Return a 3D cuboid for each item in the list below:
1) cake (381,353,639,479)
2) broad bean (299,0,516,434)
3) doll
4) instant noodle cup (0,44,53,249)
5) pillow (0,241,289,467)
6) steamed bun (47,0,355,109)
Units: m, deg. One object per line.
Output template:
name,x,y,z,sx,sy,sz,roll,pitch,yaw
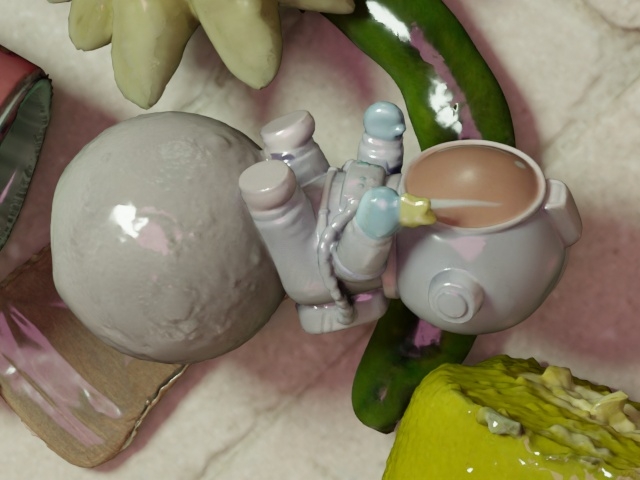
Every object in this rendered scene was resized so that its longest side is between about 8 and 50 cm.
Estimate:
cake,0.158,0.160,1.074,0.260,0.179,0.156,19,96,9
broad bean,0.048,-0.040,1.158,0.144,0.049,0.292,-17,87,18
doll,0.000,0.000,1.083,0.287,0.151,0.151,1,93,12
instant noodle cup,-0.302,-0.075,1.150,0.255,0.244,0.244,24,97,2
pillow,-0.119,0.035,1.201,0.211,0.034,0.135,-43,88,12
steamed bun,-0.061,-0.231,1.097,0.428,0.189,0.247,-24,57,-2
